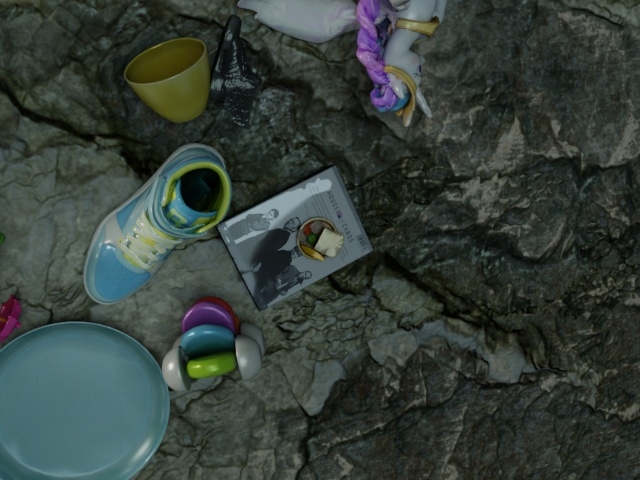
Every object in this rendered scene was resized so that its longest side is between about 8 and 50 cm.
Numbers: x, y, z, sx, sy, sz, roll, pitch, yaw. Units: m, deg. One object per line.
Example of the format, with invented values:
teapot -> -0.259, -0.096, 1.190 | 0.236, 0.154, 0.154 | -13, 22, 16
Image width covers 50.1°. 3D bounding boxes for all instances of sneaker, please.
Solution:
sneaker -> -0.134, -0.279, 1.138 | 0.089, 0.051, 0.170 | 15, 100, -19
sneaker -> -0.259, -0.017, 1.065 | 0.127, 0.208, 0.319 | 37, 89, -20

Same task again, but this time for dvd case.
dvd case -> -0.043, -0.005, 1.225 | 0.239, 0.029, 0.179 | -28, 107, -10

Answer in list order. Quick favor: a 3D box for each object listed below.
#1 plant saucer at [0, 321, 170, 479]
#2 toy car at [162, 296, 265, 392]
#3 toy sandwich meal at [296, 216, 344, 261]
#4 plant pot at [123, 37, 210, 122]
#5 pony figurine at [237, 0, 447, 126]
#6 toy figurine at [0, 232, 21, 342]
plant saucer -> -0.419, 0.285, 1.163 | 0.317, 0.044, 0.317 | -3, 100, -16
toy car -> -0.180, 0.164, 1.141 | 0.159, 0.182, 0.136 | -10, 99, 1
toy sandwich meal -> 0.000, 0.000, 1.207 | 0.085, 0.029, 0.085 | -3, 100, -16
plant pot -> -0.228, -0.245, 1.085 | 0.134, 0.134, 0.095 | -28, 132, -10
pony figurine -> 0.096, -0.407, 1.089 | 0.351, 0.303, 0.363 | 27, 77, -28
toy figurine -> -0.542, 0.093, 1.057 | 0.173, 0.130, 0.159 | -21, 115, -11
